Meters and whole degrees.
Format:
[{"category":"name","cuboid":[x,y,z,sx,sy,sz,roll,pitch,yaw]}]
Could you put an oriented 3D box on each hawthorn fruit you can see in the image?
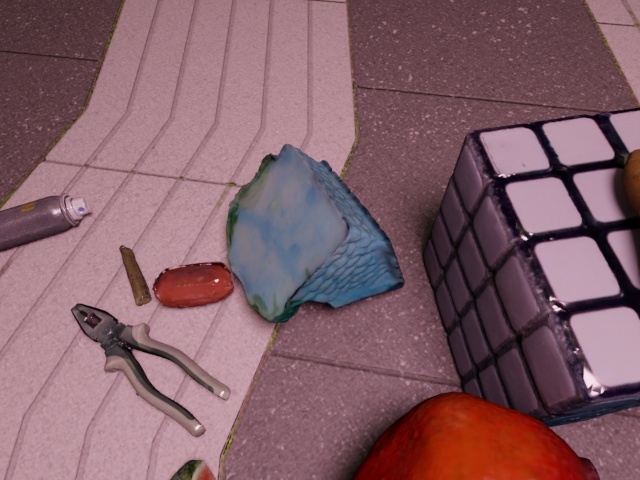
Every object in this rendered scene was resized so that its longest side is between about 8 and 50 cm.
[{"category":"hawthorn fruit","cuboid":[0.145,0.328,0.448,0.265,0.265,0.307,38,60,20]}]

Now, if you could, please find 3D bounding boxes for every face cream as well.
[{"category":"face cream","cuboid":[-0.594,-0.026,0.815,0.283,0.073,0.073,-19,62,-9]}]

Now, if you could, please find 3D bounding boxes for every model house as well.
[{"category":"model house","cuboid":[0.000,0.000,0.749,0.226,0.240,0.261,-51,49,23]}]

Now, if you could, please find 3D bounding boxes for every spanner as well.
[{"category":"spanner","cuboid":[-0.299,0.198,0.703,0.324,0.040,0.096,30,66,15]}]

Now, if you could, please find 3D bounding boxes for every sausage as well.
[{"category":"sausage","cuboid":[-0.224,0.079,0.749,0.141,0.076,0.076,-8,61,-5]}]

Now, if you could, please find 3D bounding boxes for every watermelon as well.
[{"category":"watermelon","cuboid":[-0.192,0.368,0.598,0.092,0.084,0.072,-40,87,21]}]

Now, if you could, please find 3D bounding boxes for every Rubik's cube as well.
[{"category":"Rubik's cube","cuboid":[0.371,0.059,0.591,0.336,0.345,0.344,-9,61,-2]}]

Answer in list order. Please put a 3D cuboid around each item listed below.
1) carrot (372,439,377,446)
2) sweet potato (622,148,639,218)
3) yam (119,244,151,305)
[{"category":"carrot","cuboid":[0.098,0.376,0.586,0.060,0.060,0.186,0,67,1]},{"category":"sweet potato","cuboid":[0.338,0.003,0.386,0.076,0.077,0.244,-2,63,1]},{"category":"yam","cuboid":[-0.346,0.060,0.786,0.033,0.027,0.130,-41,63,24]}]
